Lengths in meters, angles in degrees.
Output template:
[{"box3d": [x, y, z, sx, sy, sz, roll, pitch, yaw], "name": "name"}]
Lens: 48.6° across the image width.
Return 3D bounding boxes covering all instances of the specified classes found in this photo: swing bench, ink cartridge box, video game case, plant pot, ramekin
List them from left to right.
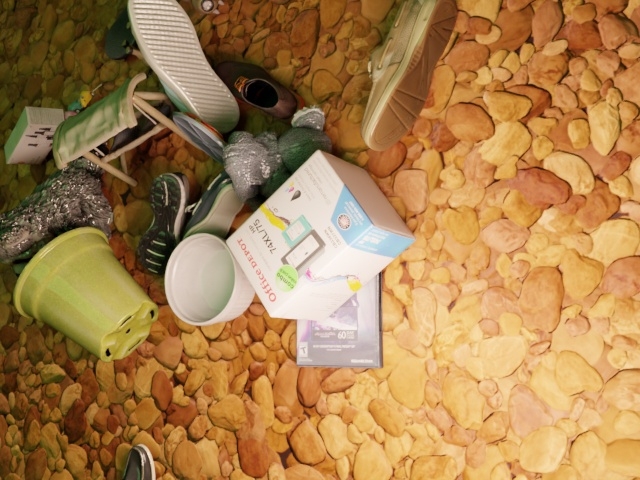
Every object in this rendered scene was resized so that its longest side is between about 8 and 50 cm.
[{"box3d": [-0.541, 0.149, 1.708, 0.254, 0.276, 0.276, 37, 102, 18], "name": "plant pot"}, {"box3d": [-0.466, -0.269, 1.702, 0.253, 0.255, 0.165, -22, 73, 27], "name": "swing bench"}, {"box3d": [-0.240, 0.091, 1.604, 0.207, 0.109, 0.207, -5, 81, 31], "name": "ramekin"}, {"box3d": [0.000, 0.000, 1.392, 0.270, 0.197, 0.198, -43, 64, 19], "name": "ink cartridge box"}, {"box3d": [0.038, 0.127, 1.483, 0.196, 0.026, 0.274, -5, 82, 30], "name": "video game case"}]

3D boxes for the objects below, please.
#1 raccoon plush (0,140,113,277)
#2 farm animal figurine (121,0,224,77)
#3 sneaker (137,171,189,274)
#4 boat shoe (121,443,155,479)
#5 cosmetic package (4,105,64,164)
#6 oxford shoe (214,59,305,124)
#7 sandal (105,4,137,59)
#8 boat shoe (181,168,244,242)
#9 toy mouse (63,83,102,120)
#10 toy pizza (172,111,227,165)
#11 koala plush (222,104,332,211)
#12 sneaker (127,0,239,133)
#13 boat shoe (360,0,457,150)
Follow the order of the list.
[{"box3d": [-0.719, -0.128, 1.808, 0.216, 0.299, 0.446, -14, 76, 29], "name": "raccoon plush"}, {"box3d": [-0.341, -0.598, 1.737, 0.330, 0.172, 0.326, -38, 53, 29], "name": "farm animal figurine"}, {"box3d": [-0.366, -0.039, 1.713, 0.100, 0.108, 0.271, 20, 111, 7], "name": "sneaker"}, {"box3d": [-0.449, 0.603, 1.678, 0.084, 0.079, 0.232, 6, 85, 33], "name": "boat shoe"}, {"box3d": [-0.785, -0.281, 1.938, 0.239, 0.099, 0.060, -32, 66, 49], "name": "cosmetic package"}, {"box3d": [-0.157, -0.357, 1.620, 0.271, 0.098, 0.096, 31, 99, 30], "name": "oxford shoe"}, {"box3d": [-0.484, -0.588, 1.883, 0.097, 0.054, 0.254, 26, 87, 24], "name": "sandal"}, {"box3d": [-0.254, -0.064, 1.633, 0.254, 0.095, 0.079, -54, 44, 37], "name": "boat shoe"}, {"box3d": [-0.672, -0.354, 1.930, 0.143, 0.031, 0.161, -34, 28, 34], "name": "toy mouse"}, {"box3d": [-0.250, -0.230, 1.610, 0.201, 0.201, 0.032, 32, 78, 30], "name": "toy pizza"}, {"box3d": [-0.074, -0.175, 1.508, 0.221, 0.203, 0.196, -14, 76, 17], "name": "koala plush"}, {"box3d": [-0.334, -0.397, 1.617, 0.135, 0.365, 0.150, -40, 25, -23], "name": "sneaker"}, {"box3d": [0.158, -0.342, 1.428, 0.110, 0.122, 0.341, 24, 86, 36], "name": "boat shoe"}]
